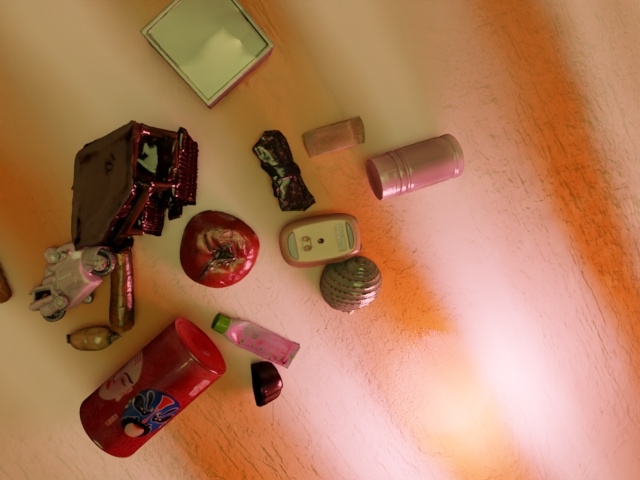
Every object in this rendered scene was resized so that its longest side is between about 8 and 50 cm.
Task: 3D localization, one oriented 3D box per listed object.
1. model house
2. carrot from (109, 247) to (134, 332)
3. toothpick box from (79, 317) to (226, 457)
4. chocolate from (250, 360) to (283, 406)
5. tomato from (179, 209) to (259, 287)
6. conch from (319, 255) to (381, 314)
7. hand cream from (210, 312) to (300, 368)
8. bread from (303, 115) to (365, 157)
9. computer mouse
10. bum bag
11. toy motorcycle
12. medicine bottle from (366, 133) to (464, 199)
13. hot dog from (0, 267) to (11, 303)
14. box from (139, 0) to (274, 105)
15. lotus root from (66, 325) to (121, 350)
[{"bbox_3d":[-0.410,-0.118,1.132,0.283,0.297,0.317,-3,100,-56],"label":"model house"},{"bbox_3d":[-0.539,0.120,1.237,0.070,0.070,0.260,1,101,-12],"label":"carrot"},{"bbox_3d":[-0.448,0.394,1.244,0.333,0.204,0.204,-42,106,-1],"label":"toothpick box"},{"bbox_3d":[-0.158,0.423,1.368,0.080,0.125,0.148,-9,140,-19],"label":"chocolate"},{"bbox_3d":[-0.278,0.030,1.260,0.228,0.101,0.227,-3,103,-14],"label":"tomato"},{"bbox_3d":[0.093,0.139,1.339,0.172,0.131,0.199,6,99,-13],"label":"conch"},{"bbox_3d":[-0.191,0.294,1.363,0.275,0.050,0.079,30,119,-21],"label":"hand cream"},{"bbox_3d":[0.041,-0.294,1.298,0.152,0.105,0.077,-8,105,23],"label":"bread"},{"bbox_3d":[0.000,0.000,1.312,0.237,0.082,0.145,-13,92,-5],"label":"computer mouse"},{"bbox_3d":[-0.103,-0.185,1.265,0.102,0.069,0.248,-39,108,-39],"label":"bum bag"},{"bbox_3d":[-0.660,0.086,1.196,0.260,0.110,0.171,-41,84,8],"label":"toy motorcycle"},{"bbox_3d":[0.268,-0.209,1.304,0.250,0.133,0.133,-19,104,-9],"label":"medicine bottle"},{"bbox_3d":[-0.865,0.065,1.169,0.047,0.066,0.215,-7,108,34],"label":"hot dog"},{"bbox_3d":[-0.277,-0.493,1.144,0.225,0.117,0.225,-42,106,0],"label":"box"},{"bbox_3d":[-0.619,0.271,1.252,0.152,0.063,0.072,-6,127,-2],"label":"lotus root"}]
